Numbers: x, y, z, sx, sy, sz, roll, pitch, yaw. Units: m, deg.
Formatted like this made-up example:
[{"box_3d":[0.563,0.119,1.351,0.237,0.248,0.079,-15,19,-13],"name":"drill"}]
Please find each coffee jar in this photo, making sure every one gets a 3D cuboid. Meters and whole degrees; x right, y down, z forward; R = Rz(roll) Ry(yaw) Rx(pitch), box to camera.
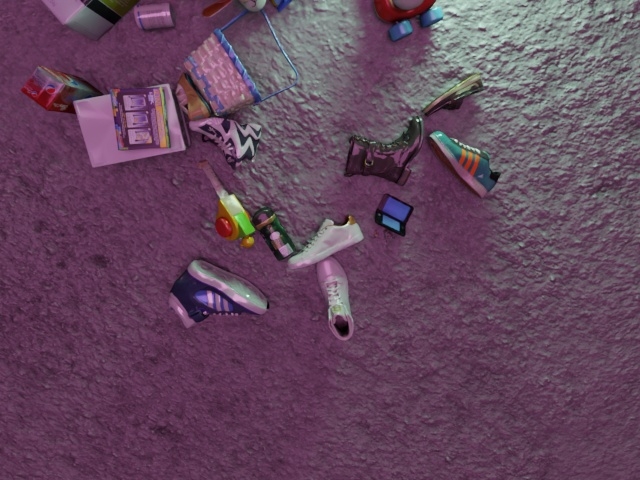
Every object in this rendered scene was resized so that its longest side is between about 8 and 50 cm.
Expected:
[{"box_3d":[-0.163,-0.026,1.549,0.079,0.096,0.184,-31,103,0],"name":"coffee jar"}]

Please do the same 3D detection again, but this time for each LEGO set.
[{"box_3d":[0.235,-0.016,1.621,0.083,0.023,0.054,-12,104,-2],"name":"LEGO set"}]

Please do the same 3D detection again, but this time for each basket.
[{"box_3d":[-0.245,-0.531,1.367,0.289,0.201,0.254,-29,102,3],"name":"basket"}]

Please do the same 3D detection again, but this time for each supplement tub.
[{"box_3d":[-0.507,-0.686,1.376,0.107,0.071,0.071,-6,104,-3],"name":"supplement tub"}]

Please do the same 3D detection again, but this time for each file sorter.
[{"box_3d":[-0.564,-0.352,1.397,0.278,0.173,0.192,-12,103,-2],"name":"file sorter"}]

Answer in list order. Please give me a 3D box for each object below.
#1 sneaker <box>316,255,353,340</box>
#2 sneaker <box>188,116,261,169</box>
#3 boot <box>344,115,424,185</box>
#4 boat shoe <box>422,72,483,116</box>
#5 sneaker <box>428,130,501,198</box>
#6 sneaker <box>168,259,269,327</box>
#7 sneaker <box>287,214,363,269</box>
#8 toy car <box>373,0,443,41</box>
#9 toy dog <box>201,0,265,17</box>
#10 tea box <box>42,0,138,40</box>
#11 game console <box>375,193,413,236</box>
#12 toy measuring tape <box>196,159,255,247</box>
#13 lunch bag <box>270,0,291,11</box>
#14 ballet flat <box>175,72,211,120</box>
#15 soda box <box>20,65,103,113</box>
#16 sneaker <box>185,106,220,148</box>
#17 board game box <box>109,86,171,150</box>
[{"box_3d":[0.059,0.203,1.585,0.108,0.169,0.292,-16,103,1],"name":"sneaker"},{"box_3d":[-0.303,-0.304,1.436,0.235,0.094,0.153,-2,98,-40],"name":"sneaker"},{"box_3d":[0.210,-0.315,1.515,0.229,0.091,0.263,15,104,-9],"name":"boot"},{"box_3d":[0.448,-0.473,1.503,0.223,0.080,0.073,-34,99,-1],"name":"boat shoe"},{"box_3d":[0.496,-0.283,1.544,0.302,0.108,0.121,41,96,-20],"name":"sneaker"},{"box_3d":[-0.372,0.231,1.587,0.323,0.130,0.236,31,109,-16],"name":"sneaker"},{"box_3d":[0.000,0.000,1.563,0.290,0.106,0.123,-26,99,-16],"name":"sneaker"},{"box_3d":[0.278,-0.752,1.341,0.210,0.238,0.219,-24,104,1],"name":"toy car"},{"box_3d":[-0.329,-0.751,1.267,0.334,0.161,0.220,13,124,22],"name":"toy dog"},{"box_3d":[-0.678,-0.815,1.254,0.323,0.220,0.329,-41,103,5],"name":"tea box"},{"box_3d":[0.262,-0.089,1.585,0.122,0.107,0.071,25,128,-10],"name":"game console"},{"box_3d":[-0.332,-0.110,1.523,0.121,0.121,0.330,-35,87,4],"name":"toy measuring tape"},{"box_3d":[-0.080,-0.889,1.352,0.293,0.138,0.221,-43,103,-7],"name":"lunch bag"},{"box_3d":[-0.405,-0.440,1.373,0.073,0.232,0.080,-30,141,-6],"name":"ballet flat"},{"box_3d":[-0.744,-0.431,1.316,0.083,0.263,0.092,39,97,-10],"name":"soda box"},{"box_3d":[-0.372,-0.361,1.471,0.170,0.051,0.089,22,100,-22],"name":"sneaker"},{"box_3d":[-0.514,-0.348,1.291,0.141,0.048,0.170,-4,102,-7],"name":"board game box"}]
